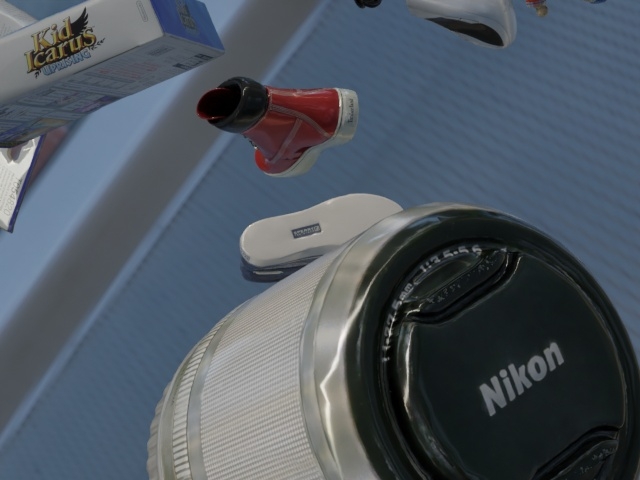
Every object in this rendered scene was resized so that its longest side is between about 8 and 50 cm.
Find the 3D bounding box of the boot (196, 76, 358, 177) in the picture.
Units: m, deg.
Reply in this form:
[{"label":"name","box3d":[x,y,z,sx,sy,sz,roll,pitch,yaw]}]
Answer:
[{"label":"boot","box3d":[-0.079,-0.140,1.957,0.244,0.176,0.088,151,123,-66]}]

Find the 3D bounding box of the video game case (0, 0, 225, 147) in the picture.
[{"label":"video game case","box3d":[-0.232,-0.157,1.489,0.244,0.061,0.269,-23,0,8]}]

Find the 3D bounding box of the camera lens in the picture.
[{"label":"camera lens","box3d":[0.040,0.113,0.970,0.274,0.219,0.219,-31,34,55]}]

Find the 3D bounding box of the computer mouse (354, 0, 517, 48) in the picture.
[{"label":"computer mouse","box3d":[0.106,-0.233,1.461,0.042,0.193,0.106,-40,39,50]}]

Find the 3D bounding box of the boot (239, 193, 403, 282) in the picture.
[{"label":"boot","box3d":[0.000,0.000,1.821,0.086,0.190,0.069,104,156,-68]}]

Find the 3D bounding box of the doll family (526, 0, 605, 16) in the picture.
[{"label":"doll family","box3d":[0.266,-0.352,1.623,0.118,0.163,0.263,19,102,55]}]

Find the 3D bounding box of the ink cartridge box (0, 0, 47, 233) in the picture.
[{"label":"ink cartridge box","box3d":[-0.375,-0.155,1.757,0.045,0.224,0.223,-25,-36,-61]}]
